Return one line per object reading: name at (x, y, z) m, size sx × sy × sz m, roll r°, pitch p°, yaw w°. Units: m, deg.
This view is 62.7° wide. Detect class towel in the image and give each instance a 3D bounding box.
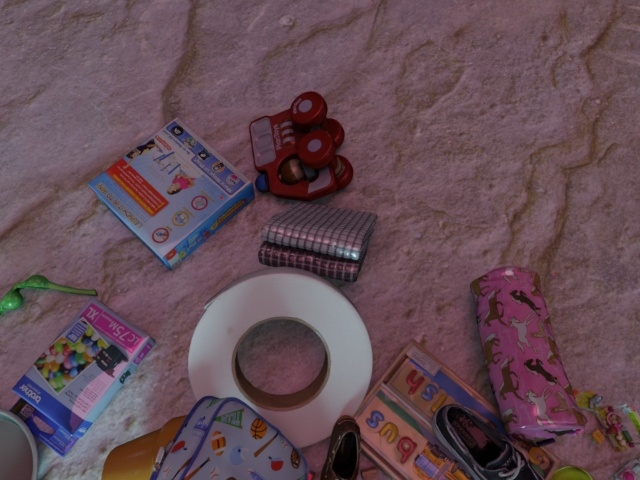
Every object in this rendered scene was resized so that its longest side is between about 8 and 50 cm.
towel at (0.000, 0.000, 1.252) m, size 0.234 × 0.284 × 0.122 m, roll 10°, pitch 107°, yaw 10°

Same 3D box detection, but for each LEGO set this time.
LEGO set at (0.608, 0.384, 1.157) m, size 0.132 × 0.107 × 0.287 m, roll -40°, pitch 72°, yaw -17°

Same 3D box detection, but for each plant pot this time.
plant pot at (0.540, 0.549, 1.079) m, size 0.095 × 0.134 × 0.134 m, roll 34°, pitch 67°, yaw -14°
plant pot at (-0.324, 0.469, 1.064) m, size 0.187 × 0.205 × 0.205 m, roll -12°, pitch 65°, yaw 10°

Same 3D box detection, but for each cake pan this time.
cake pan at (-0.734, 0.503, 1.107) m, size 0.292 × 0.054 × 0.294 m, roll 0°, pitch 65°, yaw -1°

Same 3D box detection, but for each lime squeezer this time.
lime squeezer at (-0.715, 0.152, 1.281) m, size 0.310 × 0.059 × 0.110 m, roll -25°, pitch 98°, yaw -14°

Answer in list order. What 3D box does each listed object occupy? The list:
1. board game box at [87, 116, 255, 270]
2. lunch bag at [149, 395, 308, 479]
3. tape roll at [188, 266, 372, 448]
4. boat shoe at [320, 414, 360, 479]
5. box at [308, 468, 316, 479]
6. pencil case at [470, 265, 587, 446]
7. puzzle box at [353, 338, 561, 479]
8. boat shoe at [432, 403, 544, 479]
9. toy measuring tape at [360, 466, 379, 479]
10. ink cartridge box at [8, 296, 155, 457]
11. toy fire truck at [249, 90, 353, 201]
board game box at (-0.387, -0.131, 1.389) m, size 0.308 × 0.086 × 0.302 m, roll 41°, pitch 71°, yaw 16°
lunch bag at (-0.165, 0.446, 0.968) m, size 0.303 × 0.114 × 0.243 m, roll 49°, pitch 48°, yaw -27°
tape roll at (-0.084, 0.250, 1.118) m, size 0.391 × 0.072 × 0.393 m, roll -1°, pitch 99°, yaw -4°
boat shoe at (0.042, 0.471, 1.082) m, size 0.073 × 0.073 × 0.207 m, roll 5°, pitch 95°, yaw -8°
box at (-0.104, 0.561, 1.101) m, size 0.114 × 0.036 × 0.207 m, roll 24°, pitch 67°, yaw 9°
pencil case at (0.450, 0.242, 1.166) m, size 0.160 × 0.167 × 0.387 m, roll -29°, pitch 49°, yaw 32°
puzzle box at (0.276, 0.447, 1.147) m, size 0.408 × 0.052 × 0.272 m, roll 38°, pitch 68°, yaw 15°
boat shoe at (0.361, 0.448, 1.063) m, size 0.108 × 0.102 × 0.301 m, roll -38°, pitch 71°, yaw -20°
toy measuring tape at (0.135, 0.637, 1.054) m, size 0.121 × 0.122 × 0.330 m, roll -10°, pitch 43°, yaw -6°
ink cartridge box at (-0.551, 0.305, 1.200) m, size 0.185 × 0.065 × 0.311 m, roll 30°, pitch 70°, yaw 13°
toy fire truck at (-0.065, -0.234, 1.420) m, size 0.253 × 0.169 × 0.303 m, roll -19°, pitch 64°, yaw 17°
